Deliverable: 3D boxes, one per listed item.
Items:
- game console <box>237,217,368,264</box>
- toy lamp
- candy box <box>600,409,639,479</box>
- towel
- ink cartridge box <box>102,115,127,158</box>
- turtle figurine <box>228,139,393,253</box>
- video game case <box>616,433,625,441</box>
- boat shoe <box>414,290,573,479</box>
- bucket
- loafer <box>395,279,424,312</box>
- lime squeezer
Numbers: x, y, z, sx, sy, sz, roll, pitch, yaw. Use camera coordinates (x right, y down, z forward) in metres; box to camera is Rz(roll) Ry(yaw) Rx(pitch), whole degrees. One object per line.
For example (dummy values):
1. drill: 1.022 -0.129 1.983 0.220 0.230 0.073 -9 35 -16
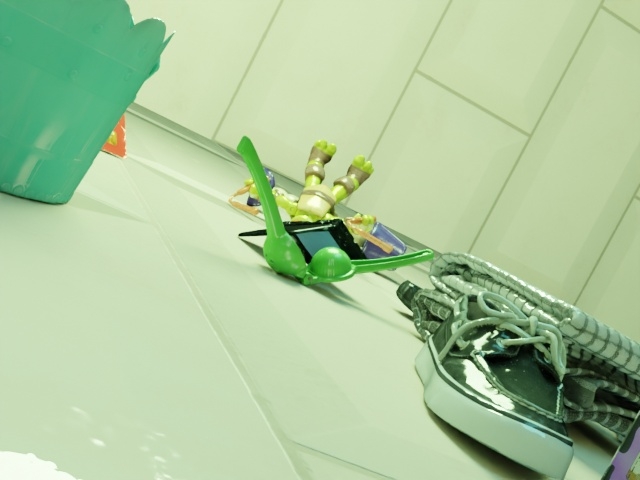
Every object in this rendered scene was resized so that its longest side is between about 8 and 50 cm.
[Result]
1. game console: -0.022 0.010 1.182 0.122 0.071 0.107 -1 -50 52
2. toy lamp: 0.013 -0.030 1.608 0.275 0.080 0.080 25 5 1
3. candy box: 0.328 0.154 0.727 0.165 0.196 0.070 30 6 24
4. towel: 0.260 0.130 1.084 0.235 0.121 0.284 26 3 -28
5. ink cartridge box: -0.338 -0.229 1.307 0.056 0.181 0.225 -23 -28 35
6. turtle figurine: 0.009 -0.058 1.525 0.269 0.087 0.217 16 43 15
7. video game case: 0.432 0.262 1.172 0.157 0.019 0.143 28 5 13
8. boat shoe: 0.157 0.107 0.823 0.113 0.105 0.306 27 5 0
9. bucket: -0.288 -0.166 0.830 0.281 0.183 0.281 28 5 -3
10. loafer: 0.206 0.100 1.287 0.223 0.078 0.076 26 5 -11
11. lime squeezer: 0.000 0.000 1.096 0.310 0.110 0.059 29 -14 -36
